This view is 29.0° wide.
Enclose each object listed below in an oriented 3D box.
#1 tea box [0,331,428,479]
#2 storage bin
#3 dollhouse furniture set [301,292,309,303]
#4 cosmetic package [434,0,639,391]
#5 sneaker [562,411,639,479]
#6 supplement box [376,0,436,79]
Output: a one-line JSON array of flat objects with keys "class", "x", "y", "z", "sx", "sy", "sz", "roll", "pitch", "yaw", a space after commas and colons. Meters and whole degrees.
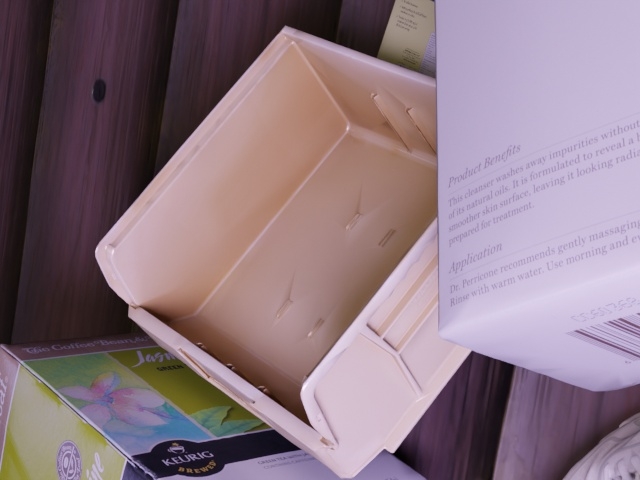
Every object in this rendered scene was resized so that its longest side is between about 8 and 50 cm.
[{"class": "tea box", "x": -0.122, "y": 0.283, "z": 1.015, "sx": 0.323, "sy": 0.220, "sz": 0.329, "roll": 29, "pitch": 113, "yaw": 43}, {"class": "storage bin", "x": 0.000, "y": 0.000, "z": 0.925, "sx": 0.262, "sy": 0.123, "sz": 0.260, "roll": 28, "pitch": 73, "yaw": 44}, {"class": "dollhouse furniture set", "x": -0.008, "y": 0.025, "z": 1.043, "sx": 0.091, "sy": 0.081, "sz": 0.114, "roll": -36, "pitch": 62, "yaw": 40}, {"class": "cosmetic package", "x": 0.189, "y": -0.126, "z": 0.730, "sx": 0.217, "sy": 0.156, "sz": 0.385, "roll": -21, "pitch": 56, "yaw": 45}, {"class": "sneaker", "x": 0.230, "y": 0.137, "z": 0.755, "sx": 0.292, "sy": 0.118, "sz": 0.110, "roll": -43, "pitch": 60, "yaw": 38}, {"class": "supplement box", "x": 0.096, "y": -0.150, "z": 0.963, "sx": 0.083, "sy": 0.056, "sz": 0.083, "roll": 33, "pitch": 111, "yaw": 43}]
